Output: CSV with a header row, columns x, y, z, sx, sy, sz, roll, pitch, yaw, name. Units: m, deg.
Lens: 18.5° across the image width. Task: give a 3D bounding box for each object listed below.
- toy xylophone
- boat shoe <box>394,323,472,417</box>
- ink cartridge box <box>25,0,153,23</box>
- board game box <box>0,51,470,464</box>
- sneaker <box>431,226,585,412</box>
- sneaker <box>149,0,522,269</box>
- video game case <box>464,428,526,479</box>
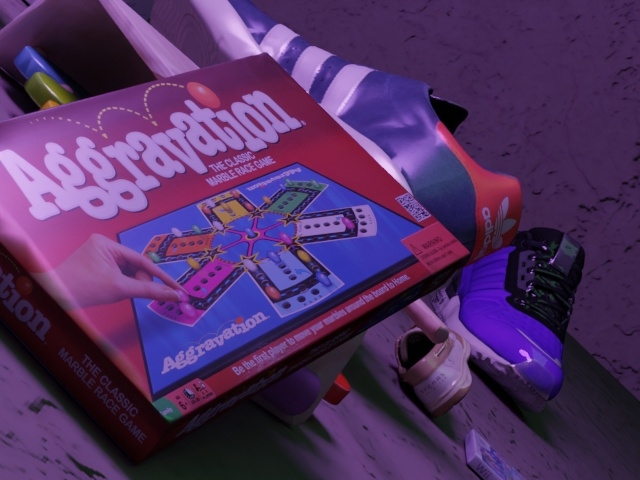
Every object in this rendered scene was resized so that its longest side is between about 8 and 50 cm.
x,y,z,sx,sy,sz,roll,pitch,yaw,name
-0.056,-0.020,1.051,0.236,0.081,0.323,40,7,-30,toy xylophone
0.077,0.080,1.388,0.045,0.050,0.135,48,5,-13,boat shoe
-0.121,-0.250,1.463,0.093,0.212,0.154,45,16,9,ink cartridge box
-0.046,-0.007,0.829,0.145,0.027,0.281,44,27,11,board game box
0.193,0.054,1.853,0.102,0.146,0.293,42,6,-15,sneaker
0.006,-0.079,1.326,0.148,0.131,0.350,-10,39,-30,sneaker
0.145,0.181,1.337,0.122,0.011,0.087,44,6,-2,video game case
